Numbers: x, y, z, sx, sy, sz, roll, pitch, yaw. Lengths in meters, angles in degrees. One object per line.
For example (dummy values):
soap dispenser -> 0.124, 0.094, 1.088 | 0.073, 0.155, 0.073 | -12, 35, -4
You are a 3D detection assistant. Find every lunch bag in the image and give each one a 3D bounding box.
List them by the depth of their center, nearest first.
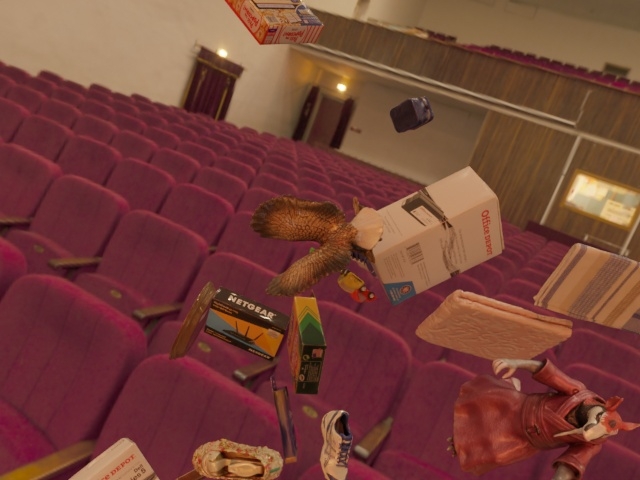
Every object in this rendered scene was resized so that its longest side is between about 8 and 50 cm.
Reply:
lunch bag -> 0.227, -0.308, 1.306 | 0.065, 0.067, 0.098 | -20, 1, -35

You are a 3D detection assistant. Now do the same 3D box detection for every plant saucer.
plant saucer -> -0.338, 0.629, 1.424 | 0.168, 0.168, 0.029 | 6, 50, -60
plant saucer -> -0.404, 0.264, 1.734 | 0.041, 0.277, 0.278 | 26, 9, -1

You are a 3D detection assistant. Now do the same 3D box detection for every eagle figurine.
eagle figurine -> -0.002, 0.009, 1.341 | 0.299, 0.225, 0.226 | -6, 28, -24

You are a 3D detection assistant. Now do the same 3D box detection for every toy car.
toy car -> 0.047, 0.101, 1.573 | 0.225, 0.053, 0.239 | 35, -6, 23

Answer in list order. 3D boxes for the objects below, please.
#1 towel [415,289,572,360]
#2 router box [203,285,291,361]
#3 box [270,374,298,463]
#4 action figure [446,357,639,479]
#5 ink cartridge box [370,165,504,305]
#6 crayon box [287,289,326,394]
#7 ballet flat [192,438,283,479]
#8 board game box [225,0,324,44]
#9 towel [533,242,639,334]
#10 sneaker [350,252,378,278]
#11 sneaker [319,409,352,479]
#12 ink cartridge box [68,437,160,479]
towel -> 0.453, 0.242, 1.457 | 0.317, 0.053, 0.331 | 16, -28, 0
router box -> -0.171, 0.194, 1.239 | 0.179, 0.133, 0.046 | 23, 41, 1
box -> -0.099, 0.483, 1.479 | 0.037, 0.225, 0.136 | -12, -11, -3
action figure -> 0.424, 0.354, 1.011 | 0.276, 0.247, 0.370 | 13, -24, -32
ink cartridge box -> 0.340, -0.008, 1.656 | 0.166, 0.395, 0.285 | 66, 2, 41
crayon box -> -0.054, 0.329, 1.792 | 0.081, 0.202, 0.318 | 4, 26, -10
ballet flat -> -0.201, 0.499, 1.210 | 0.241, 0.091, 0.077 | -9, -7, 21
board game box -> -0.106, -0.463, 1.043 | 0.147, 0.045, 0.193 | -20, 68, -42
towel -> 0.689, 0.120, 1.285 | 0.285, 0.209, 0.034 | 17, 39, -1
sneaker -> 0.153, 0.052, 2.135 | 0.182, 0.127, 0.315 | 18, 8, -12
sneaker -> 0.071, 0.838, 2.177 | 0.112, 0.131, 0.296 | 11, 58, -31
ink cartridge box -> -0.555, 0.737, 1.523 | 0.198, 0.272, 0.115 | -36, 11, -33
